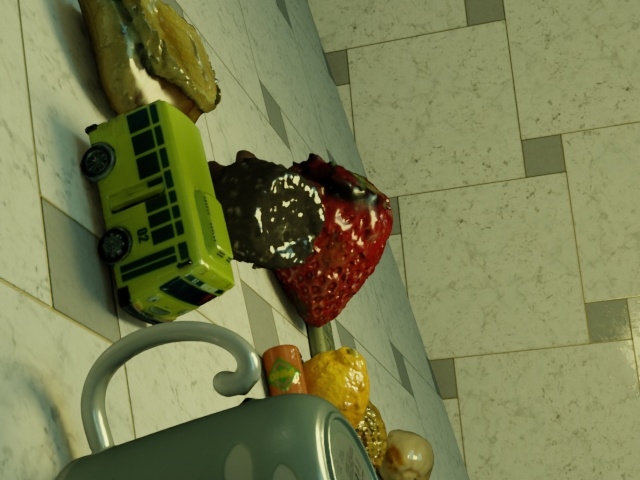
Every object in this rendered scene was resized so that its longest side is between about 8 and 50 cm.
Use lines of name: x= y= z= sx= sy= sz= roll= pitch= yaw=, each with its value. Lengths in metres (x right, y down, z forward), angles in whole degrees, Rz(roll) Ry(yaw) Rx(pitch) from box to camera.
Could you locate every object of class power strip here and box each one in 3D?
power strip: x=0.000 y=0.198 z=2.120 sx=0.092 sy=0.034 sz=0.268 roll=58 pitch=15 yaw=-45

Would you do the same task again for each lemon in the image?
lemon: x=0.019 y=0.272 z=1.747 sx=0.142 sy=0.187 sz=0.142 roll=23 pitch=14 yaw=-6

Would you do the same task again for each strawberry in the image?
strawberry: x=-0.005 y=-0.013 z=2.016 sx=0.291 sy=0.310 sz=0.292 roll=36 pitch=14 yaw=-10

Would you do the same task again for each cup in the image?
cup: x=-0.097 y=0.247 z=0.962 sx=0.259 sy=0.274 sz=0.357 roll=17 pitch=54 yaw=-77

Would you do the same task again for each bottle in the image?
bottle: x=-0.050 y=0.272 z=1.668 sx=0.069 sy=0.069 sz=0.187 roll=49 pitch=22 yaw=-60

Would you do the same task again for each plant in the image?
plant: x=-0.117 y=-0.050 z=1.603 sx=0.234 sy=0.204 sz=0.178 roll=20 pitch=-8 yaw=44

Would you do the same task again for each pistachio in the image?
pistachio: x=0.195 y=0.504 z=2.262 sx=0.215 sy=0.144 sz=0.144 roll=15 pitch=54 yaw=-83

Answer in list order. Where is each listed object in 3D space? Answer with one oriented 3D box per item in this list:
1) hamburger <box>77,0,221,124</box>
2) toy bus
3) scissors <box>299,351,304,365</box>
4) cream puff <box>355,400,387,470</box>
hamburger: x=-0.253 y=-0.255 z=1.486 sx=0.309 sy=0.132 sz=0.211 roll=43 pitch=29 yaw=-65
toy bus: x=-0.206 y=-0.036 z=1.273 sx=0.128 sy=0.150 sz=0.262 roll=41 pitch=31 yaw=-64
scissors: x=-0.014 y=0.280 z=1.961 sx=0.220 sy=0.017 sz=0.088 roll=49 pitch=23 yaw=-62
cream puff: x=0.063 y=0.368 z=1.879 sx=0.189 sy=0.129 sz=0.189 roll=-23 pitch=90 yaw=-81
